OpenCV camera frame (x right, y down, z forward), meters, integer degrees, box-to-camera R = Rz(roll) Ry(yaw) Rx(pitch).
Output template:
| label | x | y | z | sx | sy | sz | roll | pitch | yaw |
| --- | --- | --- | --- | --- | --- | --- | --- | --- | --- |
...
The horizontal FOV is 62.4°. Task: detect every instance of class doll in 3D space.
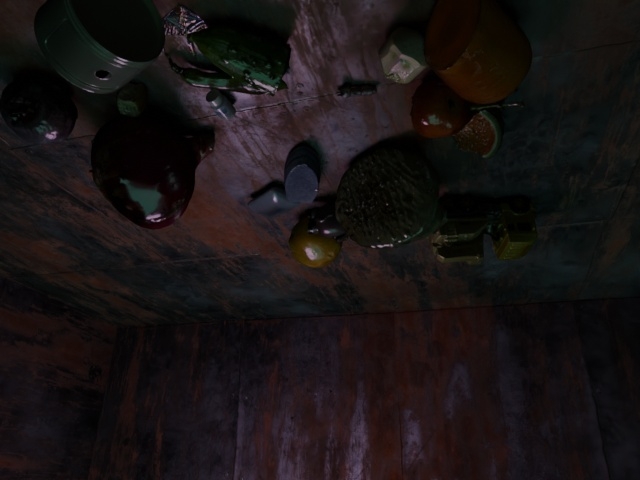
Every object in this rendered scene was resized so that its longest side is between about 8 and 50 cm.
| label | x | y | z | sx | sy | sz | roll | pitch | yaw |
| --- | --- | --- | --- | --- | --- | --- | --- | --- | --- |
| doll | 0.080 | -0.070 | 1.988 | 0.257 | 0.182 | 0.117 | -1 | 168 | -1 |

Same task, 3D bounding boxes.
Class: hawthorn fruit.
| label | x | y | z | sx | sy | sz | roll | pitch | yaw |
| --- | --- | --- | --- | --- | --- | --- | --- | --- | --- |
| hawthorn fruit | 0.378 | -0.353 | 1.383 | 0.285 | 0.166 | 0.165 | -3 | 155 | 17 |

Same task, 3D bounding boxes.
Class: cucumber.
| label | x | y | z | sx | sy | sz | roll | pitch | yaw |
| --- | --- | --- | --- | --- | --- | --- | --- | --- | --- |
| cucumber | -0.200 | -0.452 | 1.275 | 0.244 | 0.135 | 0.134 | 15 | 152 | -19 |

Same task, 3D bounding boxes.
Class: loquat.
| label | x | y | z | sx | sy | sz | roll | pitch | yaw |
| --- | --- | --- | --- | --- | --- | --- | --- | --- | --- |
| loquat | 0.000 | 0.000 | 2.117 | 0.245 | 0.214 | 0.213 | -9 | 153 | 22 |

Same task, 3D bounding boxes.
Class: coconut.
| label | x | y | z | sx | sy | sz | roll | pitch | yaw |
| --- | --- | --- | --- | --- | --- | --- | --- | --- | --- |
| coconut | 0.206 | -0.446 | 1.260 | 0.116 | 0.116 | 0.122 | 12 | 154 | -21 |

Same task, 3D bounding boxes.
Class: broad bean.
| label | x | y | z | sx | sy | sz | roll | pitch | yaw |
| --- | --- | --- | --- | --- | --- | --- | --- | --- | --- |
| broad bean | -0.245 | -0.422 | 1.392 | 0.324 | 0.067 | 0.075 | 4 | 146 | -8 |

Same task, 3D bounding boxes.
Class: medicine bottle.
| label | x | y | z | sx | sy | sz | roll | pitch | yaw |
| --- | --- | --- | --- | --- | --- | --- | --- | --- | --- |
| medicine bottle | -0.282 | -0.383 | 1.495 | 0.052 | 0.052 | 0.089 | -9 | 153 | 21 |

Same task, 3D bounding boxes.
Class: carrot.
| label | x | y | z | sx | sy | sz | roll | pitch | yaw |
| --- | --- | --- | --- | --- | --- | --- | --- | --- | --- |
| carrot | 0.367 | -0.416 | 1.207 | 0.331 | 0.193 | 0.214 | 18 | 126 | -39 |

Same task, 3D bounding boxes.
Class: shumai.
| label | x | y | z | sx | sy | sz | roll | pitch | yaw |
| --- | --- | --- | --- | --- | --- | --- | --- | --- | --- |
| shumai | 0.276 | -0.125 | 1.767 | 0.397 | 0.325 | 0.323 | -15 | 165 | 42 |

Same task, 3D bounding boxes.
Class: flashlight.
| label | x | y | z | sx | sy | sz | roll | pitch | yaw |
| --- | --- | --- | --- | --- | --- | --- | --- | --- | --- |
| flashlight | 0.099 | -0.409 | 1.441 | 0.110 | 0.052 | 0.031 | -5 | 119 | 0 |

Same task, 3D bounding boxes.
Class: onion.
| label | x | y | z | sx | sy | sz | roll | pitch | yaw |
| --- | --- | --- | --- | --- | --- | --- | --- | --- | --- |
| onion | -0.485 | -0.229 | 1.604 | 0.385 | 0.348 | 0.348 | -28 | 162 | -19 |

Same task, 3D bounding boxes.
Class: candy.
| label | x | y | z | sx | sy | sz | roll | pitch | yaw |
| --- | --- | --- | --- | --- | --- | --- | --- | --- | --- |
| candy | -0.175 | -0.138 | 1.986 | 0.138 | 0.071 | 0.174 | 22 | 149 | -37 |

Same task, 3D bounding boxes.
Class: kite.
| label | x | y | z | sx | sy | sz | roll | pitch | yaw |
| --- | --- | --- | --- | --- | --- | --- | --- | --- | --- |
| kite | -0.324 | -0.506 | 1.285 | 0.182 | 0.010 | 0.160 | 2 | 155 | 0 |

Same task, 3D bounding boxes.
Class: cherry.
| label | x | y | z | sx | sy | sz | roll | pitch | yaw |
| --- | --- | --- | --- | --- | --- | --- | --- | --- | --- |
| cherry | -0.773 | -0.353 | 1.458 | 0.194 | 0.195 | 0.195 | 1 | 155 | 1 |

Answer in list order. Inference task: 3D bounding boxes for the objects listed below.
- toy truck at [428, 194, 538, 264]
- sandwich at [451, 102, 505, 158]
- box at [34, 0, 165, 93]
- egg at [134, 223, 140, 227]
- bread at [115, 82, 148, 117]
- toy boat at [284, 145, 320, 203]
| label | x | y | z | sx | sy | sz | roll | pitch | yaw |
| --- | --- | --- | --- | --- | --- | --- | --- | --- | --- |
| toy truck | 0.594 | -0.032 | 1.967 | 0.404 | 0.254 | 0.181 | 0 | 151 | -2 |
| sandwich | 0.466 | -0.328 | 1.547 | 0.159 | 0.079 | 0.235 | -3 | 153 | 35 |
| box | -0.474 | -0.456 | 1.148 | 0.149 | 0.226 | 0.226 | -19 | 148 | 37 |
| egg | -0.679 | -0.098 | 2.067 | 0.134 | 0.103 | 0.103 | -9 | 153 | 28 |
| bread | -0.524 | -0.392 | 1.472 | 0.076 | 0.070 | 0.083 | 9 | 157 | -12 |
| toy boat | -0.063 | -0.222 | 1.798 | 0.127 | 0.078 | 0.283 | 7 | 156 | -3 |
